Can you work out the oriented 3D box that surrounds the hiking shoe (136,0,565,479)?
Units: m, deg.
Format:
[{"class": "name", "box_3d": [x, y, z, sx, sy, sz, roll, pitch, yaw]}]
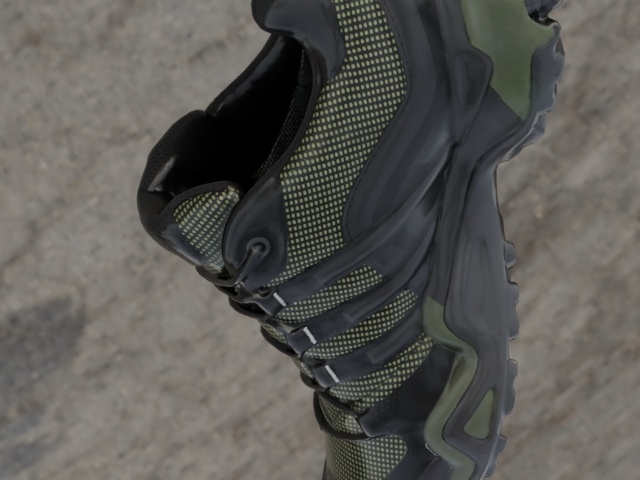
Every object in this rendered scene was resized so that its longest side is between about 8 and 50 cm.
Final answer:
[{"class": "hiking shoe", "box_3d": [0.000, 0.000, 0.503, 0.114, 0.086, 0.227, -1, 117, -12]}]
